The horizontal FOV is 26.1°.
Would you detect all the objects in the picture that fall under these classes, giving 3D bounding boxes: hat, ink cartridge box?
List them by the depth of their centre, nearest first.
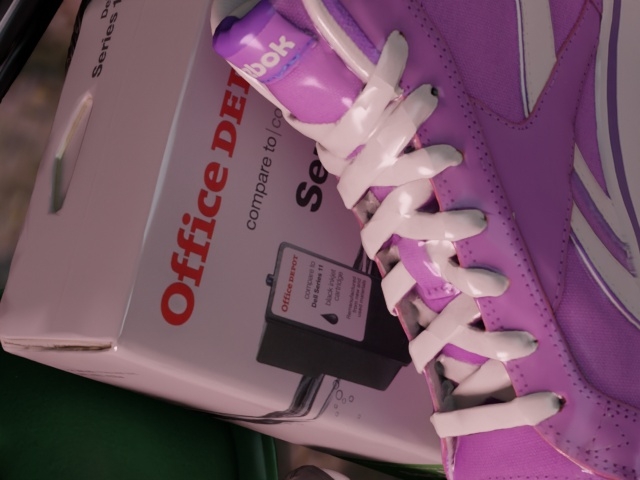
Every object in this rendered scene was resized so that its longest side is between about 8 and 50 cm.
[{"bbox_3d":[-0.081,0.100,0.486,0.173,0.183,0.208,8,77,-13],"label":"hat"},{"bbox_3d":[0.000,0.000,0.538,0.208,0.087,0.153,22,74,-35],"label":"ink cartridge box"}]

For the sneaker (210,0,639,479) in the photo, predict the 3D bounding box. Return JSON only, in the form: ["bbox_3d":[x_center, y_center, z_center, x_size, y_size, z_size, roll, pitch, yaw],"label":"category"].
[{"bbox_3d":[0.032,-0.010,0.452,0.161,0.102,0.282,7,71,-35],"label":"sneaker"}]

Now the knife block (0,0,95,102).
[{"bbox_3d":[-0.127,-0.198,0.585,0.242,0.088,0.275,-14,84,-18],"label":"knife block"}]

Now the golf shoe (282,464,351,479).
[{"bbox_3d":[0.064,0.153,0.578,0.198,0.077,0.094,47,61,-8],"label":"golf shoe"}]
